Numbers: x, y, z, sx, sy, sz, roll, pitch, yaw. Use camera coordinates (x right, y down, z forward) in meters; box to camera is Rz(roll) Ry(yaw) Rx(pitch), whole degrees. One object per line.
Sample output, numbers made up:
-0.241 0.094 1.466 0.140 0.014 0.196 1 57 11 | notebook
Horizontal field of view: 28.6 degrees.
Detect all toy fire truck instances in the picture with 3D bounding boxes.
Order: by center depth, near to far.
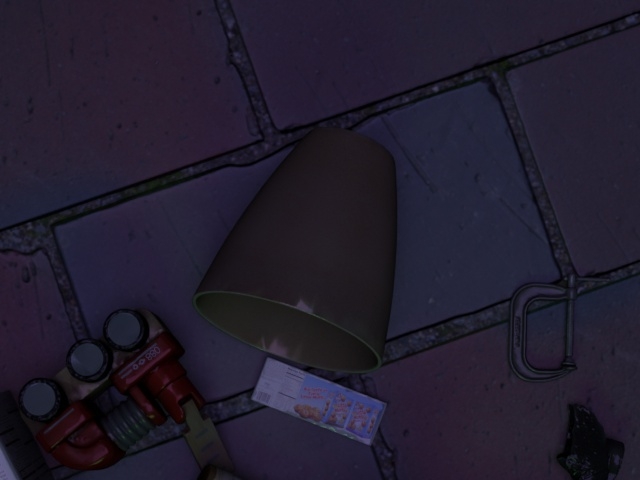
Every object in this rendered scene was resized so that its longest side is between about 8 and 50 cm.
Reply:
-0.241 0.243 1.666 0.217 0.158 0.246 -40 79 -4 | toy fire truck

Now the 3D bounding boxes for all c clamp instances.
0.329 0.121 1.746 0.137 0.022 0.160 8 87 -2 | c clamp

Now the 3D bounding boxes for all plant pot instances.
0.000 0.000 1.644 0.256 0.256 0.274 21 71 -2 | plant pot

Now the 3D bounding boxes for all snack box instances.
-0.002 0.221 1.726 0.178 0.022 0.064 22 86 -1 | snack box

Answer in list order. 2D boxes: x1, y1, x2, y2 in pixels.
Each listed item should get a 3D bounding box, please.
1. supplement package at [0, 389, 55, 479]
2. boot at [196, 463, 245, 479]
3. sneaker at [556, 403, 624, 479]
-0.447 0.358 1.611 0.199 0.198 0.262 -27 89 -4 | supplement package
-0.118 0.419 1.684 0.165 0.077 0.213 21 101 -13 | boot
0.361 0.318 1.727 0.089 0.051 0.170 20 82 -2 | sneaker
